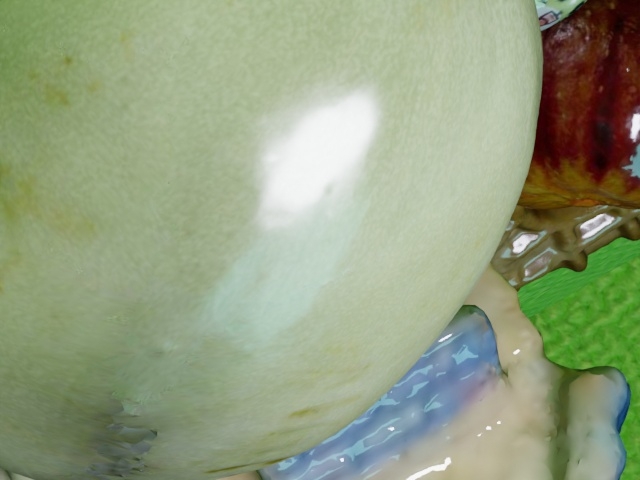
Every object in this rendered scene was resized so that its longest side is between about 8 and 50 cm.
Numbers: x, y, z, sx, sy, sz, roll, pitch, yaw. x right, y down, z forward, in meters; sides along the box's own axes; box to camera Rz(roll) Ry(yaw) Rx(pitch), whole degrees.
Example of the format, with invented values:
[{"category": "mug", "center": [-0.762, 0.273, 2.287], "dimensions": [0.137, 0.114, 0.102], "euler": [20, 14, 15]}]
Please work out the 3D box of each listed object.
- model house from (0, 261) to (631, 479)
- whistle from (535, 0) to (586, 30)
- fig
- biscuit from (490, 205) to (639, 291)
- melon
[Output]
[{"category": "model house", "center": [-0.048, 0.196, 0.959], "dimensions": [0.445, 0.400, 0.395], "euler": [-30, 164, -12]}, {"category": "whistle", "center": [0.061, -0.127, 1.027], "dimensions": [0.227, 0.085, 0.105], "euler": [-29, 161, 12]}, {"category": "fig", "center": [0.170, -0.097, 1.091], "dimensions": [0.148, 0.149, 0.202], "euler": [-8, 131, -52]}, {"category": "biscuit", "center": [0.174, -0.079, 1.324], "dimensions": [0.332, 0.103, 0.332], "euler": [-24, 154, -13]}, {"category": "melon", "center": [-0.060, -0.041, 0.679], "dimensions": [0.271, 0.272, 0.308], "euler": [-23, 150, -23]}]
